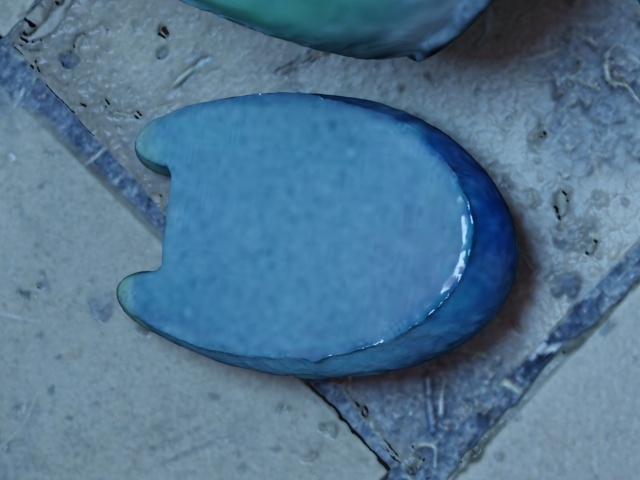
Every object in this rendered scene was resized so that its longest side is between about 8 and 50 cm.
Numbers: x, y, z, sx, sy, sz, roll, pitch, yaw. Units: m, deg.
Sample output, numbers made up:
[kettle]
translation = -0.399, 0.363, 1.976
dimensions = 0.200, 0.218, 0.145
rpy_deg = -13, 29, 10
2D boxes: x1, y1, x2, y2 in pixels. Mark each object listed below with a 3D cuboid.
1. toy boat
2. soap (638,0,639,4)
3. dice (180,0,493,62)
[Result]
[toy boat]
translation = 0.000, 0.000, 1.392
dimensions = 0.330, 0.123, 0.215
rpy_deg = 1, 80, 28
[soap]
translation = 0.279, -0.192, 1.326
dimensions = 0.100, 0.056, 0.149
rpy_deg = -29, 80, 12
[dice]
translation = -0.018, -0.331, 1.229
dimensions = 0.348, 0.330, 0.328
rpy_deg = 22, 106, -13
